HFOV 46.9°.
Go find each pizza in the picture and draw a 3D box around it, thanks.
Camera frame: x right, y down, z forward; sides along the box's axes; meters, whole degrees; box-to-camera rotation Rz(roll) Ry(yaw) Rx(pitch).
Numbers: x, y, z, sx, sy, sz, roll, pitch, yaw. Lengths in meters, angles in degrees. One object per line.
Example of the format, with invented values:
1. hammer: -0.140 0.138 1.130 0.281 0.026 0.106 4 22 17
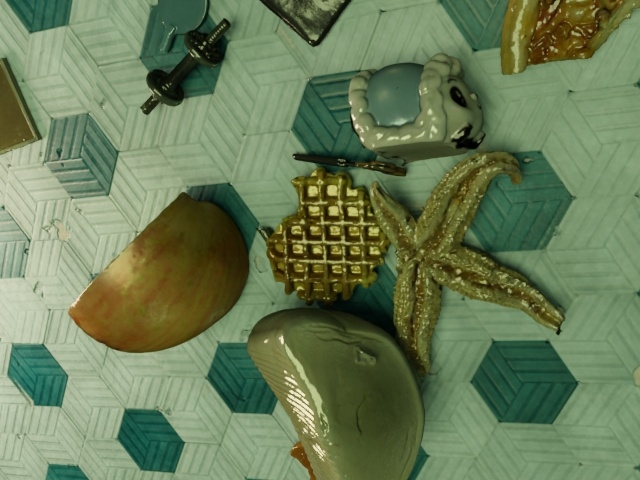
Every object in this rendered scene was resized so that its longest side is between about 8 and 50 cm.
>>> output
1. pizza: 0.392 -0.381 1.070 0.182 0.074 0.365 47 120 9

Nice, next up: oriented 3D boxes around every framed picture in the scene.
1. framed picture: -0.730 -0.269 1.595 0.250 0.016 0.184 -15 105 26

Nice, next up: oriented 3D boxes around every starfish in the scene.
1. starfish: 0.248 0.057 1.298 0.324 0.082 0.432 -8 110 22

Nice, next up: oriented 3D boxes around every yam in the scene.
1. yam: -0.077 0.021 1.442 0.129 0.027 0.033 52 158 -6

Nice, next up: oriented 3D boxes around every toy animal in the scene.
1. toy animal: 0.154 -0.209 1.176 0.204 0.208 0.156 -8 88 25

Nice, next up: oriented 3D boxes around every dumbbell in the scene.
1. dumbbell: -0.250 -0.314 1.349 0.254 0.081 0.081 -38 93 29

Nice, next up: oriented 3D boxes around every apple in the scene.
1. apple: -0.307 0.065 1.460 0.309 0.314 0.252 -37 52 29

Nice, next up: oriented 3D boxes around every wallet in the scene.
1. wallet: -0.075 -0.470 1.247 0.285 0.030 0.146 41 123 1

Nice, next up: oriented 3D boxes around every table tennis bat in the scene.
1. table tennis bat: -0.259 -0.414 1.349 0.100 0.019 0.155 33 117 7

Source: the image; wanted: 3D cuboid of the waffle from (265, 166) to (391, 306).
1. waffle: 0.000 0.000 1.375 0.253 0.056 0.249 -32 98 21

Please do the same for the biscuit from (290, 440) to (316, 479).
1. biscuit: 0.030 0.437 1.558 0.183 0.043 0.280 16 111 12

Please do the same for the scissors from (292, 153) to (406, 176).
1. scissors: 0.044 -0.138 1.318 0.220 0.088 0.017 11 93 29

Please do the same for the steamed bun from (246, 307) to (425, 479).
1. steamed bun: 0.049 0.280 1.373 0.383 0.236 0.247 64 156 -5
